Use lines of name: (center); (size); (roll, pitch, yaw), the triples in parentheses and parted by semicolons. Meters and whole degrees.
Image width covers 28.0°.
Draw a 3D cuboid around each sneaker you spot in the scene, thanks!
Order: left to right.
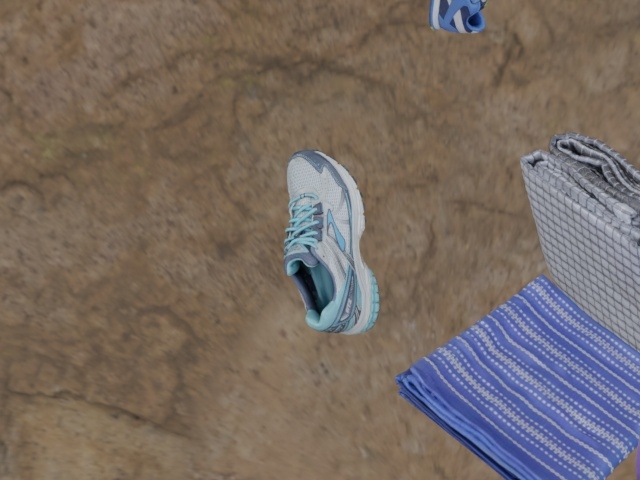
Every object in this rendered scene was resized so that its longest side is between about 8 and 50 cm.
sneaker: (0.000, 0.000, 1.854); (0.110, 0.122, 0.283); (-26, 76, 40)
sneaker: (0.149, -0.273, 1.336); (0.059, 0.144, 0.053); (21, 60, 18)

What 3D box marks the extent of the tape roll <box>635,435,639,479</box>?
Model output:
tape roll: (0.281, 0.096, 0.789); (0.080, 0.189, 0.189); (31, 81, 34)

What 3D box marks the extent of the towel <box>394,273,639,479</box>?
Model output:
towel: (0.268, 0.169, 1.503); (0.243, 0.040, 0.336); (39, 40, 21)

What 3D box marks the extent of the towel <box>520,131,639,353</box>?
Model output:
towel: (0.411, 0.002, 1.762); (0.121, 0.235, 0.283); (-29, 37, -13)
